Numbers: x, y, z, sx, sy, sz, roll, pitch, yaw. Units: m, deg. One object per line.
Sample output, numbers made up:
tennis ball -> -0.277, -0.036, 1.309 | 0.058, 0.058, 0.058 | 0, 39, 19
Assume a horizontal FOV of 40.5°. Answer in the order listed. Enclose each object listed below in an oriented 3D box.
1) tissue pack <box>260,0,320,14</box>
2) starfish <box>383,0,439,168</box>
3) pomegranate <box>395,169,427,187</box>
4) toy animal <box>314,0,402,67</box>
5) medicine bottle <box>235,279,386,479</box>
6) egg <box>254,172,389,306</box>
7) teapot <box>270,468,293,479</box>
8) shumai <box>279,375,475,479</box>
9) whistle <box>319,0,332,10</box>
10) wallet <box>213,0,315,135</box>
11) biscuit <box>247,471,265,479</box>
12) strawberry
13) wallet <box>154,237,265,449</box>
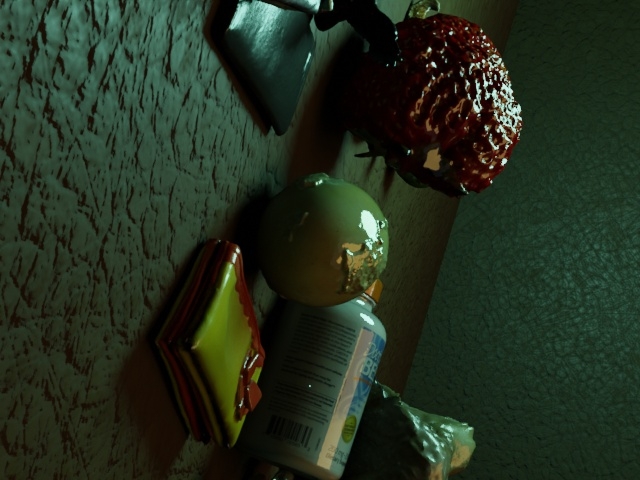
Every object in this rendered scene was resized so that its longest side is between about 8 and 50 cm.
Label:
tissue pack -> -0.045, -0.263, 0.738 | 0.156, 0.051, 0.112 | -6, 110, -62
starfish -> 0.163, -0.271, 1.477 | 0.303, 0.113, 0.312 | 71, 40, -67
pomegranate -> 0.196, -0.171, 1.736 | 0.161, 0.122, 0.122 | -137, -124, -63
toy animal -> 0.040, -0.280, 0.995 | 0.062, 0.108, 0.220 | 60, 12, -66
medicine bottle -> -0.002, 0.178, 1.214 | 0.157, 0.157, 0.288 | 69, 39, -67
egg -> 0.000, 0.004, 1.035 | 0.201, 0.164, 0.164 | -21, 125, -73
teapot -> -0.101, 0.396, 1.096 | 0.239, 0.162, 0.149 | -58, 169, -25
shumai -> 0.103, 0.342, 1.340 | 0.283, 0.346, 0.217 | 33, 72, -39
whistle -> -0.006, -0.320, 0.854 | 0.039, 0.039, 0.186 | -58, 151, -48
wallet -> -0.048, -0.204, 0.890 | 0.244, 0.025, 0.124 | 58, 49, -72
biscuit -> -0.117, 0.420, 1.308 | 0.118, 0.023, 0.140 | -19, 124, -73
strawberry -> 0.166, -0.200, 1.232 | 0.257, 0.261, 0.261 | -56, 168, 9
wallet -> -0.106, 0.117, 0.937 | 0.241, 0.067, 0.141 | 85, 23, -54
